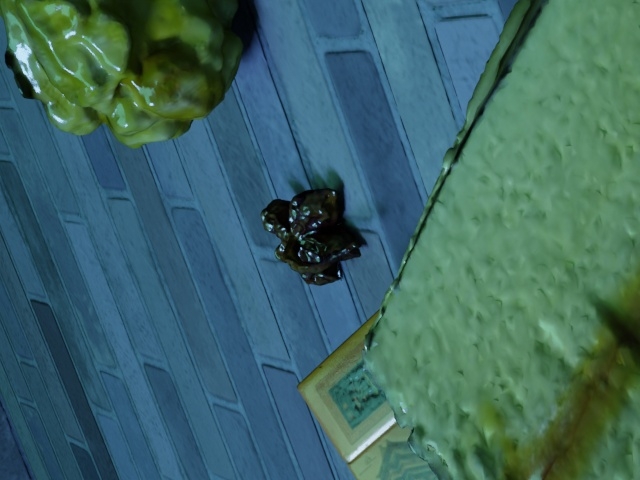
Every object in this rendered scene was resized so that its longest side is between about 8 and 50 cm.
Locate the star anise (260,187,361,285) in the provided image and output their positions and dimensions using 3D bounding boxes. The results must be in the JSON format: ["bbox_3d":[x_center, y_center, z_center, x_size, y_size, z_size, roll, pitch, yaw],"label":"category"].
[{"bbox_3d":[0.000,0.000,1.707,0.190,0.070,0.097,-14,99,63],"label":"star anise"}]

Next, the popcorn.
[{"bbox_3d":[-0.194,-0.224,1.711,0.252,0.215,0.286,-29,-85,-82],"label":"popcorn"}]

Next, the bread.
[{"bbox_3d":[0.187,0.007,1.023,0.345,0.405,0.242,37,157,25],"label":"bread"}]

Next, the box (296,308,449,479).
[{"bbox_3d":[0.122,0.177,1.523,0.174,0.076,0.274,-44,70,28],"label":"box"}]
